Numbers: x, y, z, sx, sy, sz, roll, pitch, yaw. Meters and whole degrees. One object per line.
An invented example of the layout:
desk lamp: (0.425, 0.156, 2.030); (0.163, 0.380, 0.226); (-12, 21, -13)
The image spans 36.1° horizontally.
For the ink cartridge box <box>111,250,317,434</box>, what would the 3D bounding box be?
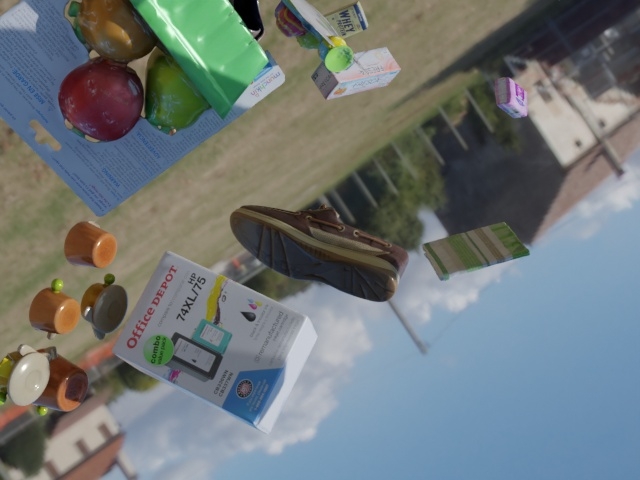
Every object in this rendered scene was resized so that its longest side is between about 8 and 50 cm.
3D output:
ink cartridge box: (-0.174, 0.177, 1.675); (0.198, 0.270, 0.197); (-64, 169, -12)

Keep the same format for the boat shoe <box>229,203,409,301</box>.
boat shoe: (0.000, 0.000, 1.821); (0.123, 0.342, 0.123); (90, 25, -46)

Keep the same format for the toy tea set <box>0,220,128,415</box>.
toy tea set: (-0.435, 0.128, 1.621); (0.336, 0.124, 0.200); (-65, 152, -19)

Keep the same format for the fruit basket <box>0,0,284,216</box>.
fruit basket: (-0.272, -0.243, 1.375); (0.353, 0.327, 0.165); (-33, -144, 8)

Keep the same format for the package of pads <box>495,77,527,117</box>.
package of pads: (0.334, -0.250, 1.718); (0.032, 0.050, 0.083); (-6, 167, 33)

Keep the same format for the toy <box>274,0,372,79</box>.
toy: (-0.023, -0.313, 1.441); (0.056, 0.237, 0.137); (-47, 133, 11)

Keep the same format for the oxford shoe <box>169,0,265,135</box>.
oxford shoe: (-0.173, -0.318, 1.615); (0.130, 0.133, 0.363); (-30, 136, -60)

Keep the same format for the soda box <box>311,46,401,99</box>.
soda box: (0.073, -0.337, 1.973); (0.183, 0.063, 0.058); (-20, 161, -40)

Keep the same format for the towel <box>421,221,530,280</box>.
towel: (0.252, 0.020, 1.608); (0.152, 0.023, 0.113); (-15, -150, -5)

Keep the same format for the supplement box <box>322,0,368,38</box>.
supplement box: (0.051, -0.454, 2.038); (0.083, 0.056, 0.083); (-21, -165, 11)
